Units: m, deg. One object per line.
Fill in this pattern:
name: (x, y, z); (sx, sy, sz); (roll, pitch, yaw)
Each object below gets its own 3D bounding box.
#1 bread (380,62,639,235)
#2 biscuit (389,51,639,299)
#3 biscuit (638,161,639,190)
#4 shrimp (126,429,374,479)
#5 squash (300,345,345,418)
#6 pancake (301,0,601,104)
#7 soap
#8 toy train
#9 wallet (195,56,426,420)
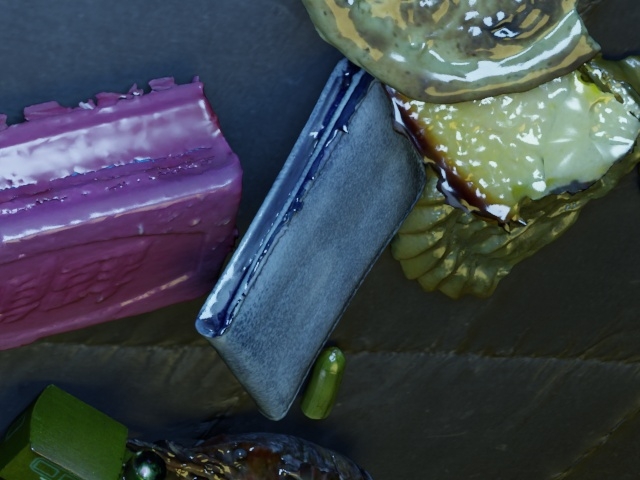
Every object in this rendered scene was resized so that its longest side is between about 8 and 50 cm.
bread: (0.112, -0.101, 1.259); (0.140, 0.160, 0.169); (-33, 149, 14)
biscuit: (0.150, -0.046, 1.497); (0.187, 0.036, 0.273); (11, 134, -46)
biscuit: (0.390, -0.066, 1.638); (0.295, 0.044, 0.186); (6, 140, -41)
shrimp: (-0.062, 0.225, 1.690); (0.343, 0.116, 0.145); (29, 86, -42)
squash: (0.004, 0.116, 1.653); (0.027, 0.027, 0.083); (-12, 148, -21)
pancake: (0.088, -0.182, 1.170); (0.212, 0.029, 0.235); (6, 123, -7)
soap: (-0.184, -0.007, 1.262); (0.250, 0.099, 0.162); (-14, 155, -17)
toy train: (-0.219, 0.218, 1.559); (0.137, 0.090, 0.225); (33, 125, -19)
wallet: (-0.002, -0.001, 1.338); (0.222, 0.036, 0.167); (-60, 156, -14)
